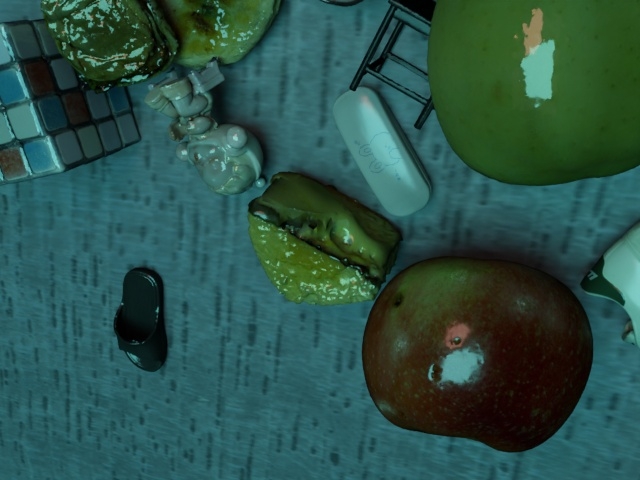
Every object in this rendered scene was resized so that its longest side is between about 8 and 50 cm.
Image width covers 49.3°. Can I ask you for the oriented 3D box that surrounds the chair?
[{"bbox_3d":[0.167,-0.322,1.030,0.141,0.154,0.260,32,121,5],"label":"chair"}]

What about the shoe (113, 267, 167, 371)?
[{"bbox_3d":[-0.391,0.179,1.473,0.108,0.093,0.241,12,113,15],"label":"shoe"}]

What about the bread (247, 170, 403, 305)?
[{"bbox_3d":[0.000,0.000,1.200,0.262,0.204,0.162,35,130,1],"label":"bread"}]

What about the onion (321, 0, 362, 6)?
[{"bbox_3d":[0.051,-0.492,0.953,0.348,0.159,0.267,-8,142,44],"label":"onion"}]

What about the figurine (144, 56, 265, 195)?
[{"bbox_3d":[-0.191,-0.181,1.226,0.182,0.144,0.257,-16,119,22],"label":"figurine"}]

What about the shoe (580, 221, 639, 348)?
[{"bbox_3d":[0.564,0.148,1.081,0.363,0.132,0.160,47,118,3],"label":"shoe"}]

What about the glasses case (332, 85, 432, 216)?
[{"bbox_3d":[0.103,-0.148,1.171,0.092,0.059,0.233,-25,99,29],"label":"glasses case"}]

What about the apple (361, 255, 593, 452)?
[{"bbox_3d":[0.239,0.178,1.097,0.348,0.348,0.277,10,77,17],"label":"apple"}]

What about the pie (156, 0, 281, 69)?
[{"bbox_3d":[-0.203,-0.437,1.161,0.337,0.075,0.337,9,114,21],"label":"pie"}]

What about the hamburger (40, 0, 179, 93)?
[{"bbox_3d":[-0.346,-0.359,1.157,0.183,0.130,0.206,-20,121,9],"label":"hamburger"}]

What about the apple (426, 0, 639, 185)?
[{"bbox_3d":[0.330,-0.263,0.929,0.311,0.320,0.360,3,110,36],"label":"apple"}]

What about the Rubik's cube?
[{"bbox_3d":[-0.524,-0.249,1.255,0.256,0.259,0.253,-7,109,23],"label":"Rubik's cube"}]
